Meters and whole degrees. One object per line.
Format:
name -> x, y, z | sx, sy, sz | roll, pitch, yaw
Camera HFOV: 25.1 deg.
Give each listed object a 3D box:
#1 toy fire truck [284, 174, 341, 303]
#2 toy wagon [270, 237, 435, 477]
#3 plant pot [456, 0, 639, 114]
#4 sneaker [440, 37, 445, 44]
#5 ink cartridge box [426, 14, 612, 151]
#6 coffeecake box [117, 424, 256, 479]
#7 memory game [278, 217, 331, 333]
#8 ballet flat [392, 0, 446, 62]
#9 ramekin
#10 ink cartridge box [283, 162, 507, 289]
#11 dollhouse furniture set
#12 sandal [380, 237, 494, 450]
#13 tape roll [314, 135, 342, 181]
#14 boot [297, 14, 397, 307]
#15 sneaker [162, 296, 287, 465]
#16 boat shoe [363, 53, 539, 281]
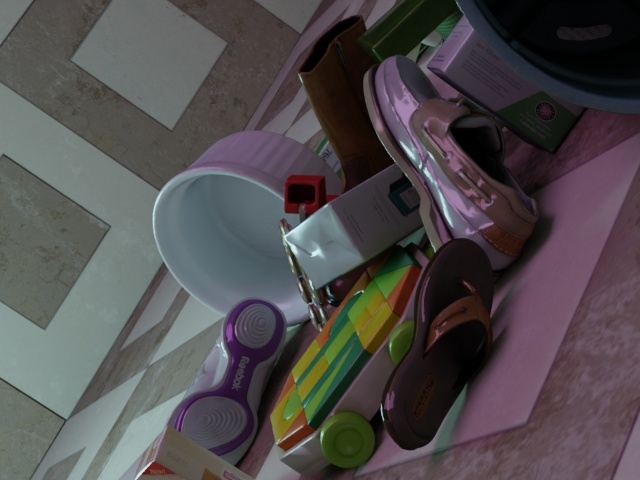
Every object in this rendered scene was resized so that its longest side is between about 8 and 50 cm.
toy fire truck -> 0.000, 0.000, 1.846 | 0.135, 0.047, 0.192 | -45, -46, -66
toy wagon -> 0.068, 0.096, 1.571 | 0.344, 0.068, 0.267 | -54, 12, 6
plant pot -> 0.261, -0.290, 1.306 | 0.341, 0.341, 0.334 | -54, 3, 6
sneaker -> 0.200, -0.270, 2.058 | 0.038, 0.069, 0.098 | -44, 16, 43
ink cartridge box -> 0.242, -0.227, 1.554 | 0.212, 0.154, 0.093 | -55, 11, 4
coffeecake box -> -0.180, 0.329, 1.727 | 0.185, 0.142, 0.068 | -49, 14, 31
memory game -> -0.015, 0.060, 1.785 | 0.012, 0.186, 0.186 | -22, 10, -6
ballet flat -> 0.159, -0.356, 2.415 | 0.342, 0.116, 0.124 | -41, 38, 52
ramekin -> -0.087, -0.022, 2.044 | 0.277, 0.277, 0.135 | -44, 9, 44
ink cartridge box -> 0.087, -0.043, 1.639 | 0.231, 0.078, 0.134 | -31, -2, -30
dollhouse furniture set -> 0.151, -0.234, 1.781 | 0.151, 0.197, 0.301 | -44, 17, 2
sandal -> 0.121, 0.094, 1.334 | 0.060, 0.090, 0.219 | -15, 38, 46
tape roll -> 0.055, -0.120, 2.210 | 0.321, 0.077, 0.321 | -51, 12, 16
boot -> 0.039, -0.092, 1.738 | 0.096, 0.280, 0.264 | 5, 43, 32
sneaker -> -0.130, 0.230, 1.974 | 0.305, 0.114, 0.152 | -62, -4, -33
boat shoe -> 0.142, -0.094, 1.500 | 0.103, 0.113, 0.302 | -46, 51, 28
